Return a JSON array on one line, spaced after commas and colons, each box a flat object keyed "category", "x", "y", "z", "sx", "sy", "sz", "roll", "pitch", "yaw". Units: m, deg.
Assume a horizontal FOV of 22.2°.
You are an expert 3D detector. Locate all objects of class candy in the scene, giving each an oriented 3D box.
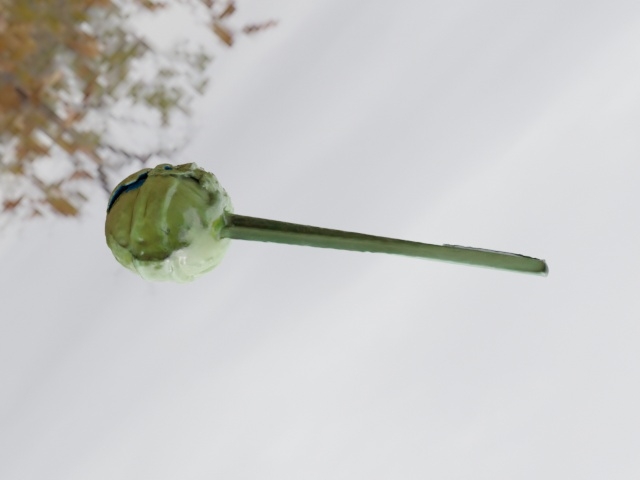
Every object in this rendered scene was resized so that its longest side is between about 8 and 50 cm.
[{"category": "candy", "x": 0.000, "y": 0.000, "z": 1.175, "sx": 0.093, "sy": 0.335, "sz": 0.092, "roll": 2, "pitch": 95, "yaw": -71}]
